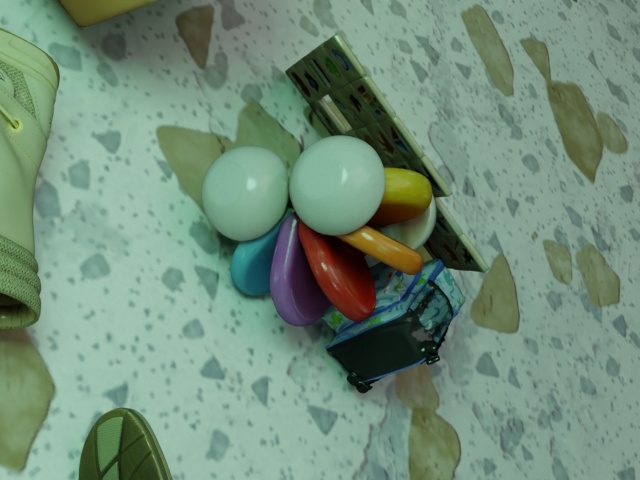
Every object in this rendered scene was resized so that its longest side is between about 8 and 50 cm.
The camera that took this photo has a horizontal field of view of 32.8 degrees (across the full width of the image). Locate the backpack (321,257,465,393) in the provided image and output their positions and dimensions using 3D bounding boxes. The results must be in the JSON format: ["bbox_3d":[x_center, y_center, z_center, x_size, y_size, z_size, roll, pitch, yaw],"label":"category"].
[{"bbox_3d":[0.065,0.060,0.933,0.084,0.105,0.114,57,38,-6],"label":"backpack"}]

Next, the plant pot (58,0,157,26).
[{"bbox_3d":[-0.131,-0.292,0.826,0.291,0.291,0.203,-41,115,-49],"label":"plant pot"}]

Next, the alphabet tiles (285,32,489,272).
[{"bbox_3d":[0.060,-0.069,0.960,0.009,0.198,0.237,-38,99,-10],"label":"alphabet tiles"}]

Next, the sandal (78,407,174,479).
[{"bbox_3d":[-0.102,0.194,0.714,0.180,0.072,0.049,63,25,1],"label":"sandal"}]

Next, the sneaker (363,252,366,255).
[{"bbox_3d":[0.036,-0.014,0.973,0.038,0.069,0.098,36,46,-27],"label":"sneaker"}]

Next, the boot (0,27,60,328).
[{"bbox_3d":[-0.282,-0.057,0.655,0.262,0.095,0.203,20,56,-41],"label":"boot"}]

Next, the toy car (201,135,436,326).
[{"bbox_3d":[0.000,0.000,0.858,0.159,0.182,0.136,20,70,-59],"label":"toy car"}]
